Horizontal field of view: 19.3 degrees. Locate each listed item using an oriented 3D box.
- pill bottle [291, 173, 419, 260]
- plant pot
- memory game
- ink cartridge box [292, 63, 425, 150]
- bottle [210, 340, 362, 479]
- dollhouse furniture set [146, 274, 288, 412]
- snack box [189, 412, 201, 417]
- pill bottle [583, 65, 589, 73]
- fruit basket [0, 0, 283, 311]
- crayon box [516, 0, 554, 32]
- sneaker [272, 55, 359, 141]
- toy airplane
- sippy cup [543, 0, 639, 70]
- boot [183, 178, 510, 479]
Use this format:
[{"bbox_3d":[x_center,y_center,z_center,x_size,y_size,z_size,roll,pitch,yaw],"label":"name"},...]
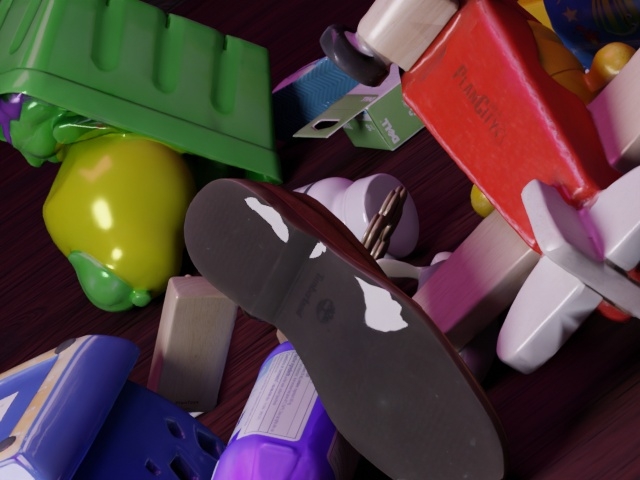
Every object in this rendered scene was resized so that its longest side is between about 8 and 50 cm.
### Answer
[{"bbox_3d":[0.000,0.000,1.780,0.180,0.108,0.108,-18,23,39],"label":"pill bottle"},{"bbox_3d":[-0.201,0.216,1.374,0.236,0.212,0.236,-25,20,24],"label":"plant pot"},{"bbox_3d":[0.031,0.036,1.614,0.186,0.012,0.186,-62,-7,-14],"label":"memory game"},{"bbox_3d":[0.082,-0.155,2.132,0.209,0.062,0.109,-38,18,-15],"label":"ink cartridge box"},{"bbox_3d":[-0.031,0.182,1.327,0.092,0.118,0.283,11,30,8],"label":"bottle"},{"bbox_3d":[-0.067,0.061,1.487,0.151,0.144,0.123,0,36,-21],"label":"dollhouse furniture set"},{"bbox_3d":[-0.126,0.127,1.802,0.064,0.022,0.178,-31,17,11],"label":"snack box"},{"bbox_3d":[0.266,-0.139,1.755,0.120,0.067,0.067,-44,20,-32],"label":"pill bottle"},{"bbox_3d":[-0.239,-0.088,2.185,0.392,0.392,0.283,-43,20,-29],"label":"fruit basket"},{"bbox_3d":[0.343,-0.281,1.978,0.203,0.083,0.323,-44,20,-32],"label":"crayon box"},{"bbox_3d":[0.026,-0.199,2.313,0.228,0.087,0.092,-17,21,36],"label":"sneaker"},{"bbox_3d":[0.193,-0.054,1.411,0.386,0.272,0.384,-3,72,44],"label":"toy airplane"},{"bbox_3d":[0.317,-0.240,1.615,0.224,0.305,0.240,-9,43,41],"label":"sippy cup"},{"bbox_3d":[0.041,0.062,1.345,0.115,0.305,0.112,-5,-43,-56],"label":"boot"}]
